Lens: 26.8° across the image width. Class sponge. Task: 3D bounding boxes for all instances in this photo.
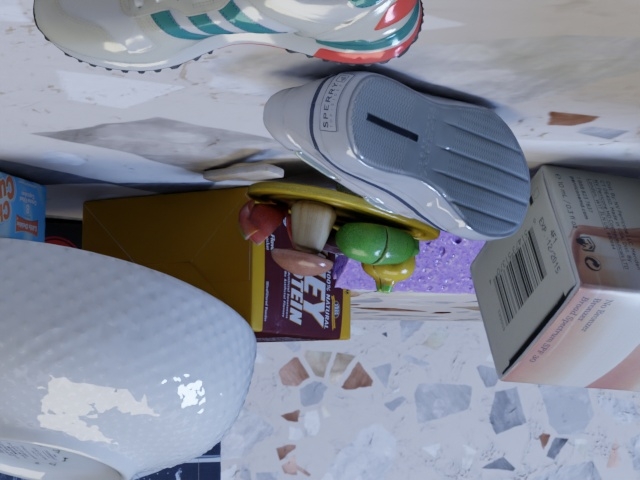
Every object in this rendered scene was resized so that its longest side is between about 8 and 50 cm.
[{"bbox_3d":[0.126,0.005,1.280,0.210,0.031,0.117,3,140,-17],"label":"sponge"}]

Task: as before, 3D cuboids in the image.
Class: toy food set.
[{"bbox_3d":[0.000,0.000,1.124,0.218,0.071,0.128,17,170,-37],"label":"toy food set"}]

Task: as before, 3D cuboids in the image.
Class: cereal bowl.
[{"bbox_3d":[-0.228,0.127,1.166,0.339,0.141,0.339,7,158,3],"label":"cereal bowl"}]

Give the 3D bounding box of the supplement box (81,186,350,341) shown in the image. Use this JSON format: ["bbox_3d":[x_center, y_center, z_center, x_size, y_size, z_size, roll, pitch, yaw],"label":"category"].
[{"bbox_3d":[-0.097,0.031,1.304,0.191,0.129,0.194,-4,172,27],"label":"supplement box"}]

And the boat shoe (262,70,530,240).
[{"bbox_3d":[0.054,-0.059,0.852,0.075,0.083,0.226,9,169,38],"label":"boat shoe"}]

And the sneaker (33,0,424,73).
[{"bbox_3d":[-0.038,-0.108,0.536,0.161,0.057,0.075,1,156,2],"label":"sneaker"}]

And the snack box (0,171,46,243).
[{"bbox_3d":[-0.368,-0.036,1.036,0.187,0.060,0.322,-2,173,16],"label":"snack box"}]

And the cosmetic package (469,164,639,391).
[{"bbox_3d":[0.298,0.043,1.149,0.296,0.129,0.153,5,140,-20],"label":"cosmetic package"}]

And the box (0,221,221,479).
[{"bbox_3d":[-0.282,0.158,1.465,0.312,0.343,0.179,5,171,-37],"label":"box"}]

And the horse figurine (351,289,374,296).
[{"bbox_3d":[0.069,0.025,1.526,0.174,0.066,0.263,-3,173,-31],"label":"horse figurine"}]

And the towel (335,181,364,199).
[{"bbox_3d":[0.094,-0.042,1.132,0.148,0.027,0.110,-2,172,16],"label":"towel"}]
